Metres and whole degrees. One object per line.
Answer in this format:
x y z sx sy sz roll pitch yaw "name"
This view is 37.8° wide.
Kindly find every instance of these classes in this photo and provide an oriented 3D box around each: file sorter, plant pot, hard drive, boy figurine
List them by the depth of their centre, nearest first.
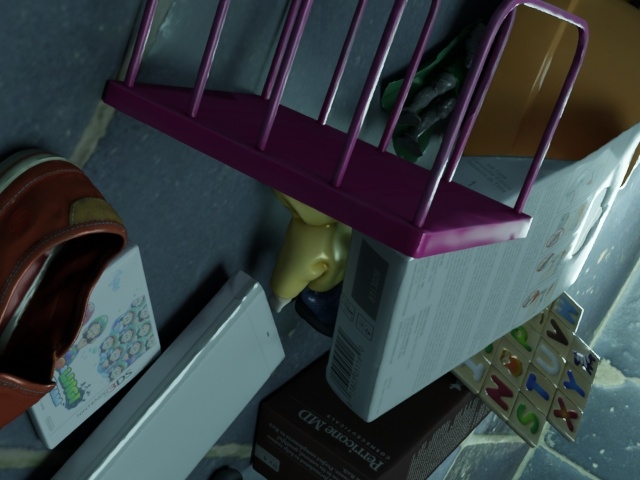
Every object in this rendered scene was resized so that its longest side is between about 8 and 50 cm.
0.027 -0.135 0.714 0.202 0.290 0.182 -7 120 -58 "file sorter"
-0.157 0.194 0.984 0.307 0.040 0.203 -50 157 -20 "hard drive"
0.000 0.000 1.021 0.177 0.092 0.285 -48 150 -21 "boy figurine"
0.331 -0.193 1.199 0.291 0.203 0.291 -58 164 -28 "plant pot"

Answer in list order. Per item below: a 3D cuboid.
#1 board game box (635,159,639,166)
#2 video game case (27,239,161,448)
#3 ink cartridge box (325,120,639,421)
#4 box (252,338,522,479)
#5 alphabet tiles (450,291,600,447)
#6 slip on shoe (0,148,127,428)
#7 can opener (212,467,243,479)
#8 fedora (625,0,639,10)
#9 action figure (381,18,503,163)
0.406 0.014 1.671 0.390 0.050 0.390 -38 161 -37 "board game box"
-0.208 0.095 0.837 0.143 0.019 0.157 -42 148 -32 "video game case"
0.189 0.015 1.095 0.385 0.091 0.308 -29 147 -28 "ink cartridge box"
0.101 0.227 1.316 0.381 0.191 0.143 -34 143 -43 "box"
0.270 0.119 1.352 0.011 0.342 0.285 -37 -167 47 "alphabet tiles"
-0.249 0.095 0.676 0.331 0.101 0.123 -59 155 2 "slip on shoe"
-0.162 0.429 1.190 0.095 0.076 0.283 -2 117 -60 "can opener"
0.410 -0.353 1.367 0.194 0.079 0.194 -37 156 -20 "fedora"
0.166 -0.199 1.146 0.232 0.063 0.137 -48 148 -29 "action figure"
